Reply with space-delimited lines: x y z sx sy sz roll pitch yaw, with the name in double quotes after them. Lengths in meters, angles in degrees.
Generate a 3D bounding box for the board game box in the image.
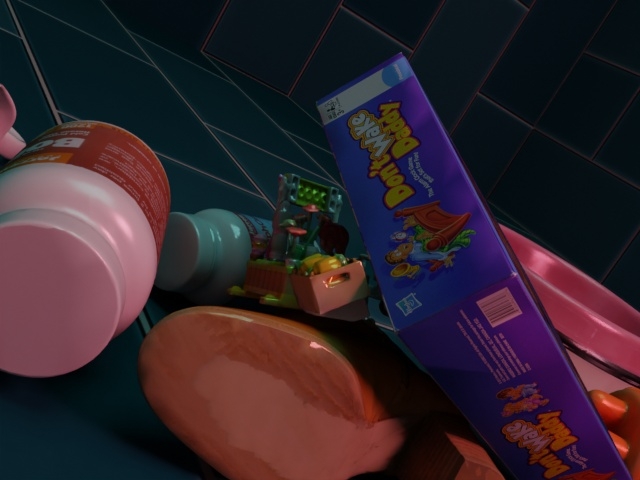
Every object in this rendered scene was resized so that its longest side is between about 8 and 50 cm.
0.132 0.052 0.647 0.347 0.078 0.233 50 17 -43 "board game box"

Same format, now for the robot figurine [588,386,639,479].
0.329 0.228 0.780 0.219 0.128 0.158 28 6 -10 "robot figurine"

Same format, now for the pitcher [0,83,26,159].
-0.357 -0.155 0.709 0.207 0.125 0.178 43 -7 4 "pitcher"

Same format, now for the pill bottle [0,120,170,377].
-0.164 -0.002 0.527 0.121 0.121 0.216 28 13 -15 "pill bottle"

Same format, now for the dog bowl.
0.292 0.111 1.073 0.408 0.150 0.408 30 13 -7 "dog bowl"

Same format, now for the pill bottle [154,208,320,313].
-0.076 0.019 0.722 0.087 0.087 0.160 40 16 33 "pill bottle"

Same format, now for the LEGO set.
0.000 0.000 0.630 0.132 0.107 0.287 9 -3 13 "LEGO set"

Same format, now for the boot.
-0.014 0.096 0.592 0.295 0.104 0.211 29 7 -27 "boot"
